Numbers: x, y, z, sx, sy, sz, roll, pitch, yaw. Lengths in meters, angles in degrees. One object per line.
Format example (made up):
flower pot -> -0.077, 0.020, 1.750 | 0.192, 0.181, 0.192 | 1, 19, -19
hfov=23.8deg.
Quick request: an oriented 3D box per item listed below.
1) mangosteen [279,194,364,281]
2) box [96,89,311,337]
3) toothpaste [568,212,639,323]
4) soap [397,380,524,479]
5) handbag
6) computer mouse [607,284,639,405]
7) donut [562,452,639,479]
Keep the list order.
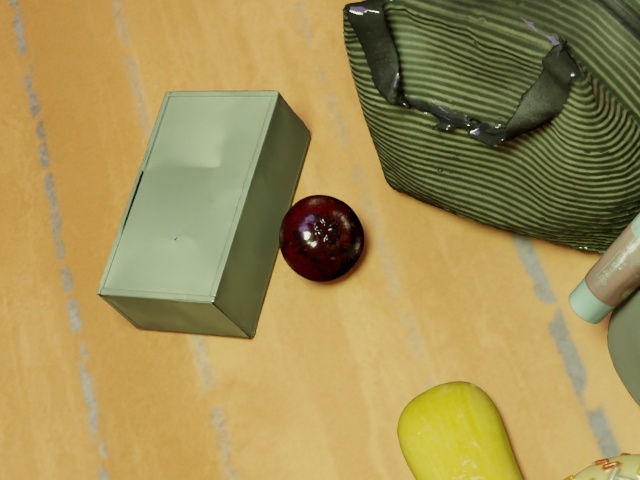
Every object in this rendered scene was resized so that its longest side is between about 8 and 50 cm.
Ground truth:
mangosteen -> 0.001, -0.001, 1.393 | 0.081, 0.081, 0.081 | -11, 59, 19
box -> -0.108, -0.028, 1.450 | 0.129, 0.086, 0.225 | 3, 64, 28
toothpaste -> 0.265, -0.012, 1.168 | 0.056, 0.036, 0.205 | 53, 128, 21
soap -> 0.120, 0.192, 1.251 | 0.089, 0.033, 0.168 | -28, 55, 11
handbag -> 0.183, -0.156, 1.293 | 0.340, 0.240, 0.247 | 20, 68, 34
computer mouse -> 0.346, 0.103, 1.119 | 0.331, 0.095, 0.197 | 38, 112, 41
donut -> 0.263, 0.220, 1.148 | 0.108, 0.065, 0.166 | -35, 54, 3
